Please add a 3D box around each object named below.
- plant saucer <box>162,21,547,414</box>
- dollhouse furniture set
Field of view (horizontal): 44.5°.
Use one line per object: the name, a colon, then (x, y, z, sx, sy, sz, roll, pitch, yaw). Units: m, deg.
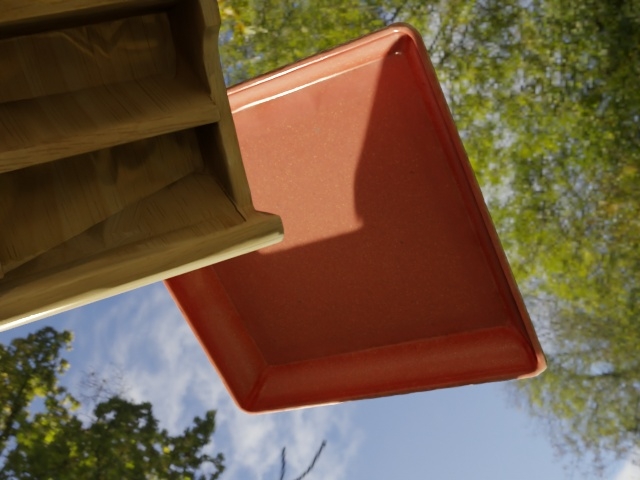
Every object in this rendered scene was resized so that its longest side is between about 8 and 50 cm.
plant saucer: (0.000, 0.000, 0.558, 0.259, 0.259, 0.048, 64, -149, -22)
dollhouse furniture set: (-0.063, -0.081, 0.279, 0.362, 0.394, 0.257, -19, -75, -24)
